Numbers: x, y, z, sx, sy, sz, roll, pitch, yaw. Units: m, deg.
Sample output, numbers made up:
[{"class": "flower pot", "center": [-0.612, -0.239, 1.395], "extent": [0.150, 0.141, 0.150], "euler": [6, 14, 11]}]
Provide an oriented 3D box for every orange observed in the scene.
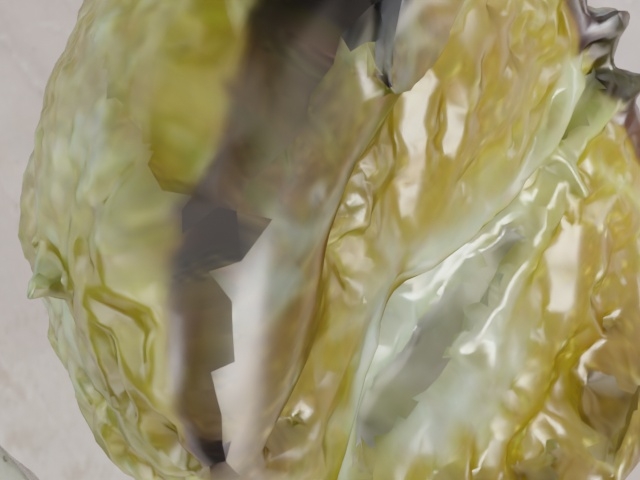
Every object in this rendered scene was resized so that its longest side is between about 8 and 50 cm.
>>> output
[{"class": "orange", "center": [0.000, 0.000, 0.636], "extent": [0.210, 0.369, 0.271], "euler": [13, 61, 33]}]

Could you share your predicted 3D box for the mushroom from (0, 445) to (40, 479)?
[{"class": "mushroom", "center": [-0.203, 0.168, 0.913], "extent": [0.092, 0.223, 0.081], "euler": [36, 75, -8]}]
